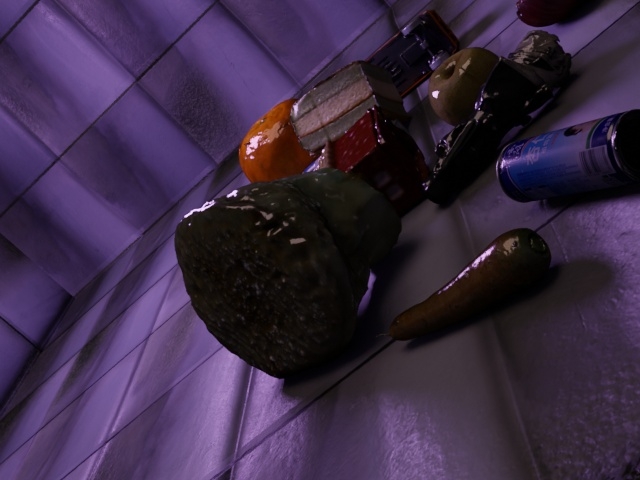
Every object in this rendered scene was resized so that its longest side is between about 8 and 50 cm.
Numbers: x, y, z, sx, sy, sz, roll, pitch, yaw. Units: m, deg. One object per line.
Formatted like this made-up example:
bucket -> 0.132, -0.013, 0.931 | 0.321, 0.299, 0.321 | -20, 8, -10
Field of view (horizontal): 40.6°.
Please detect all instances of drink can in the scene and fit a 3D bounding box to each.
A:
drink can -> 0.348, -0.109, 1.172 | 0.097, 0.097, 0.235 | -51, 16, -21

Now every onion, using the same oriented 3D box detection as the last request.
onion -> 0.487, -0.559, 1.783 | 0.248, 0.161, 0.248 | -163, 90, -71

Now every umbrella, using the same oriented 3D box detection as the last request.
umbrella -> 0.304, -0.212, 1.521 | 0.358, 0.113, 0.106 | -50, -11, -1

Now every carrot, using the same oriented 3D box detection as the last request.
carrot -> 0.183, 0.079, 1.172 | 0.298, 0.078, 0.078 | -37, 18, 37

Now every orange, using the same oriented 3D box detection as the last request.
orange -> -0.082, -0.248, 2.331 | 0.284, 0.226, 0.284 | -35, 19, 14

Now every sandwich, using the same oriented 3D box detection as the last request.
sandwich -> 0.075, -0.310, 2.107 | 0.227, 0.155, 0.198 | -27, -11, 27

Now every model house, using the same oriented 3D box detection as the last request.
model house -> 0.071, -0.114, 1.710 | 0.254, 0.160, 0.196 | -36, 26, 18

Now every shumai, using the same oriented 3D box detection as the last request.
shumai -> -0.031, 0.021, 1.488 | 0.397, 0.324, 0.323 | -16, 17, 50

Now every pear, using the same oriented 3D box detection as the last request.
pear -> 0.295, -0.299, 1.698 | 0.167, 0.136, 0.167 | -40, 20, 18

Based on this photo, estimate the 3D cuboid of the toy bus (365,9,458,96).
toy bus -> 0.208, -0.468, 2.330 | 0.329, 0.143, 0.153 | -38, 7, 25

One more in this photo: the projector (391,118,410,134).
projector -> 0.131, -0.205, 2.001 | 0.115, 0.061, 0.147 | -32, 19, 41

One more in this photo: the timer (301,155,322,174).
timer -> -0.048, -0.104, 2.128 | 0.253, 0.078, 0.178 | -42, 10, 12
